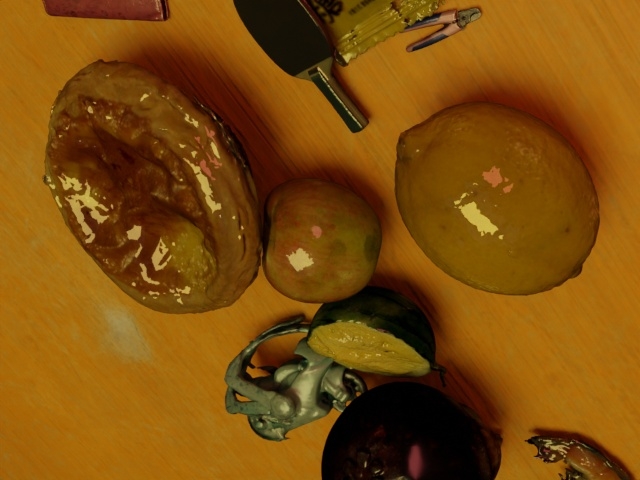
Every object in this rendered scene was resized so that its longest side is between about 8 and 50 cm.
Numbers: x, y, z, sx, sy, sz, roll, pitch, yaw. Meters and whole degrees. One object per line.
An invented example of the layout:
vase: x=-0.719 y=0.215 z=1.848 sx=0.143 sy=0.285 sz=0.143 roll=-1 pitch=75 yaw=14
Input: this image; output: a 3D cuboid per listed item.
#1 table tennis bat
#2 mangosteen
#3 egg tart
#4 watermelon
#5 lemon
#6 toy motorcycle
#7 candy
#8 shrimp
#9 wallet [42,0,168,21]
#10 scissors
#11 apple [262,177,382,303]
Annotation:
table tennis bat: x=-0.024 y=-0.262 z=1.040 sx=0.274 sy=0.021 sz=0.154 roll=49 pitch=156 yaw=-18
mangosteen: x=0.147 y=0.380 z=1.255 sx=0.297 sy=0.313 sz=0.297 roll=1 pitch=95 yaw=14
egg tart: x=-0.255 y=-0.090 z=1.205 sx=0.443 sy=0.178 sz=0.443 roll=19 pitch=129 yaw=26
watermelon: x=0.097 y=0.146 z=1.221 sx=0.232 sy=0.127 sz=0.204 roll=7 pitch=150 yaw=16
lemon: x=0.223 y=-0.053 z=0.950 sx=0.236 sy=0.236 sz=0.263 roll=-17 pitch=107 yaw=36
toy motorcycle: x=-0.054 y=0.257 z=1.384 sx=0.260 sy=0.154 sz=0.206 roll=-27 pitch=87 yaw=23
candy: x=0.006 y=-0.375 z=0.938 sx=0.187 sy=0.081 sz=0.297 roll=-22 pitch=120 yaw=38
shrimp: x=0.399 y=0.434 z=1.316 sx=0.290 sy=0.054 sz=0.222 roll=-22 pitch=111 yaw=34
wallet: x=-0.343 y=-0.399 z=1.140 sx=0.232 sy=0.025 sz=0.119 roll=9 pitch=126 yaw=22
scissors: x=0.156 y=-0.278 z=0.967 sx=0.113 sy=0.012 sz=0.039 roll=-11 pitch=117 yaw=34
apple: x=0.000 y=0.000 z=1.133 sx=0.196 sy=0.196 sz=0.196 roll=14 pitch=128 yaw=19
